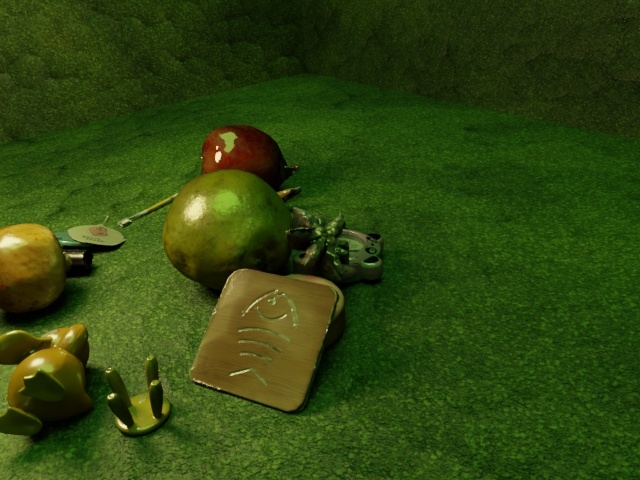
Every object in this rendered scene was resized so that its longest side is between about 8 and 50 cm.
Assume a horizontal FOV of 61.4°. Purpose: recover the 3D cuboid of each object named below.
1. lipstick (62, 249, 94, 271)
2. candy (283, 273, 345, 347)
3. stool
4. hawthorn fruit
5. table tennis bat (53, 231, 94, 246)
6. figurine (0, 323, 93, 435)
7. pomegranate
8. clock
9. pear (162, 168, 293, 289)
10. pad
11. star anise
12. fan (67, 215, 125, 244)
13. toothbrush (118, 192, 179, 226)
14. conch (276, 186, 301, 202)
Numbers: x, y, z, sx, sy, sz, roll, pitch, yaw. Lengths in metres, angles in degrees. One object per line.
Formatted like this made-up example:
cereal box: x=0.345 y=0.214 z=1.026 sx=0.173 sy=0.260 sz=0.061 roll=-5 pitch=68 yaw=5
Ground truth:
lipstick: x=-0.902 y=0.065 z=1.653 sx=0.418 sy=0.077 sz=0.077 roll=-2 pitch=29 yaw=8
candy: x=-0.066 y=0.173 z=1.311 sx=0.255 sy=0.094 sz=0.255 roll=-3 pitch=29 yaw=2
stool: x=-0.367 y=0.313 z=1.086 sx=0.135 sy=0.110 sz=0.134 roll=7 pitch=32 yaw=23
hawthorn fruit: x=-0.285 y=-0.281 z=1.978 sx=0.325 sy=0.308 sz=0.308 roll=-10 pitch=28 yaw=-30
table tennis bat: x=-0.826 y=0.000 z=1.727 sx=0.149 sy=0.038 sz=0.237 roll=15 pitch=9 yaw=18
figurine: x=-0.573 y=0.281 z=1.136 sx=0.215 sy=0.215 sz=0.228 roll=-20 pitch=47 yaw=-26
pomegranate: x=-0.801 y=0.073 z=1.463 sx=0.248 sy=0.248 sz=0.248 roll=-4 pitch=29 yaw=2
clock: x=0.055 y=0.041 z=1.544 sx=0.248 sy=0.090 sz=0.227 roll=1 pitch=30 yaw=8
pear: x=-0.255 y=-0.035 z=1.493 sx=0.352 sy=0.352 sz=0.413 roll=-23 pitch=31 yaw=-29
pad: x=-0.124 y=0.205 z=1.185 sx=0.287 sy=0.018 sz=0.284 roll=10 pitch=67 yaw=23
star anise: x=0.000 y=0.000 z=1.409 sx=0.229 sy=0.093 sz=0.236 roll=48 pitch=41 yaw=6
fan: x=-0.757 y=-0.044 z=1.855 sx=0.182 sy=0.010 sz=0.310 roll=10 pitch=17 yaw=-16
toothbrush: x=-0.626 y=-0.116 z=2.000 sx=0.024 sy=0.021 sz=0.288 roll=25 pitch=39 yaw=25
conch: x=-0.179 y=-0.129 z=1.891 sx=0.233 sy=0.086 sz=0.080 roll=-4 pitch=63 yaw=3
